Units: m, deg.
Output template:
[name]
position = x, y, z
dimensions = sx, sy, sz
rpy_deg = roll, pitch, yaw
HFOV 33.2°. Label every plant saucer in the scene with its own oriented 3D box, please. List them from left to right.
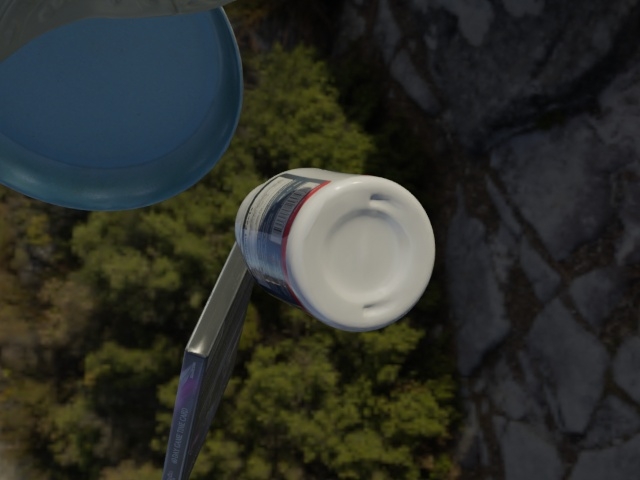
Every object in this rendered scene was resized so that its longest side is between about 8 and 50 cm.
[plant saucer]
position = -0.221, -0.164, 0.953
dimensions = 0.044, 0.317, 0.318
rpy_deg = -79, 15, -50

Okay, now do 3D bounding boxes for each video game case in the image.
[video game case]
position = -0.110, 0.123, 1.097
dimensions = 0.274, 0.026, 0.196
rpy_deg = 108, -178, -46

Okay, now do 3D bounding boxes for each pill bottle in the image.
[pill bottle]
position = 0.000, 0.000, 0.798
dimensions = 0.180, 0.108, 0.108
rpy_deg = -161, 77, -69

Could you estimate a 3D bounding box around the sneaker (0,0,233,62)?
[sneaker]
position = -0.144, -0.180, 0.538
dimensions = 0.148, 0.350, 0.131
rpy_deg = 46, 147, 27
